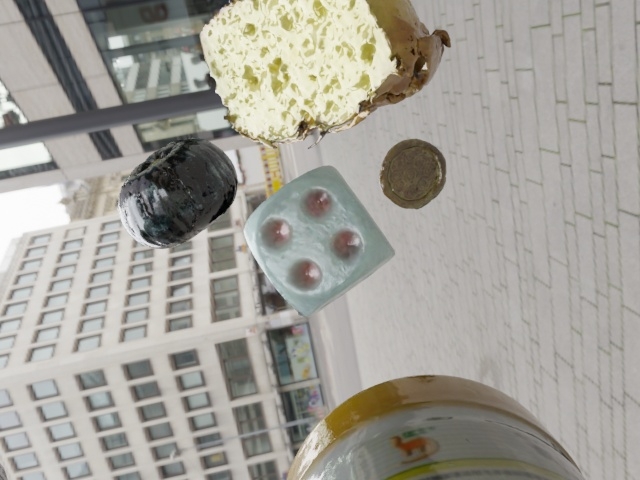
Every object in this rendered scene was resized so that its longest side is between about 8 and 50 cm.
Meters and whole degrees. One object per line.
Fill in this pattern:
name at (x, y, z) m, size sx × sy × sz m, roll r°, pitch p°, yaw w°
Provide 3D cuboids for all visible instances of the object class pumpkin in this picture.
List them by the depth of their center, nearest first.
pumpkin at (-0.267, -0.087, 1.094) m, size 0.163 × 0.233 × 0.233 m, roll 55°, pitch -175°, yaw -22°

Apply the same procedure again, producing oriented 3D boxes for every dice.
dice at (0.000, 0.000, 1.370) m, size 0.268 × 0.262 × 0.264 m, roll 54°, pitch -175°, yaw 8°

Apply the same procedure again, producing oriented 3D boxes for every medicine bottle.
medicine bottle at (0.091, 0.238, 0.375) m, size 0.232 × 0.238 × 0.237 m, roll -107°, pitch 6°, yaw -80°

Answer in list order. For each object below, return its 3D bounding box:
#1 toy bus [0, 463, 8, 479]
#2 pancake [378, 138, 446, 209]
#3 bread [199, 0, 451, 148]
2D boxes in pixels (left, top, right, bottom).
toy bus at (-0.650, 0.453, 1.077) m, size 0.139 × 0.113 × 0.301 m, roll 54°, pitch 151°, yaw 31°
pancake at (0.144, -0.102, 0.900) m, size 0.011 × 0.115 × 0.115 m, roll -147°, pitch 45°, yaw -75°
bread at (0.007, -0.187, 0.561) m, size 0.261 × 0.147 × 0.160 m, roll -13°, pitch 106°, yaw 57°
